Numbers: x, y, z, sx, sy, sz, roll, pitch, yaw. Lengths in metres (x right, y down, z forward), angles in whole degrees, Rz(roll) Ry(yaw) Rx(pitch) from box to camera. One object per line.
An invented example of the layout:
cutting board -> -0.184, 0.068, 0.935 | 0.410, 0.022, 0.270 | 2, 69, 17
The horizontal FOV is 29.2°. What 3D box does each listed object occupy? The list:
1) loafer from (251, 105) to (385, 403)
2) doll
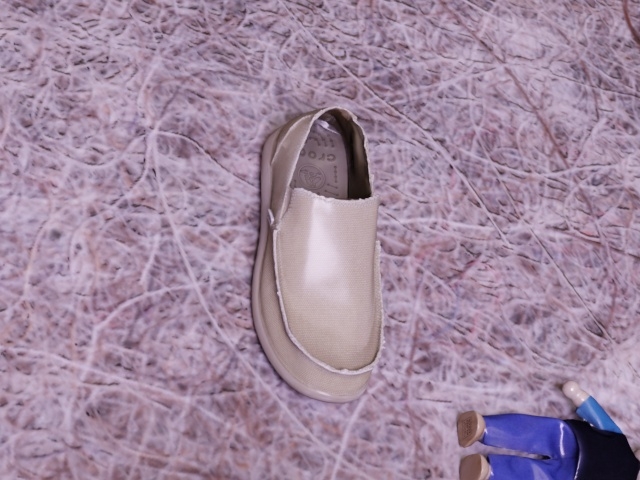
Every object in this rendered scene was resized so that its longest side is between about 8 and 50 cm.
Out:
loafer -> 0.000, 0.000, 1.001 | 0.102, 0.092, 0.268 | 4, 59, -21
doll -> 0.207, 0.176, 1.012 | 0.189, 0.046, 0.129 | 10, 58, -17
